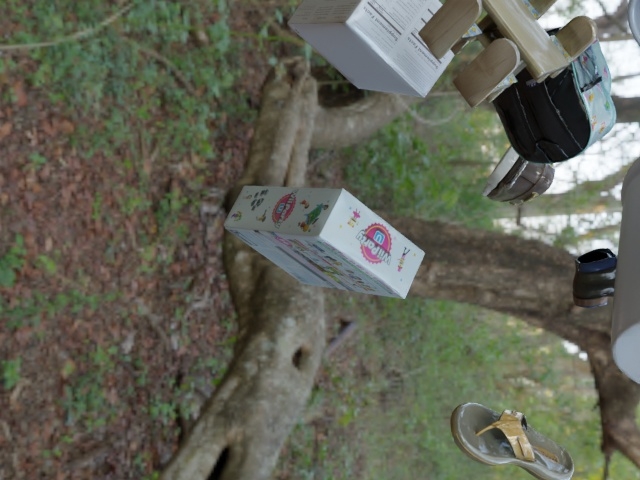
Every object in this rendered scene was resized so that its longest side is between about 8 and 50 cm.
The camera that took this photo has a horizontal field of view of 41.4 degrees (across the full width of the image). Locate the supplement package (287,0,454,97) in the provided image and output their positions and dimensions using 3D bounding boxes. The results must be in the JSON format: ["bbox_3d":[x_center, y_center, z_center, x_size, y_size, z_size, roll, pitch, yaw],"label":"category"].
[{"bbox_3d":[0.098,-0.384,1.536,0.145,0.204,0.262,-54,-153,-3],"label":"supplement package"}]

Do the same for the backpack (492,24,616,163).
[{"bbox_3d":[0.347,-0.214,1.260,0.144,0.166,0.188,-25,99,-41],"label":"backpack"}]

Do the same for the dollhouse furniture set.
[{"bbox_3d":[0.230,-0.316,1.038,0.242,0.212,0.161,56,-44,10],"label":"dollhouse furniture set"}]

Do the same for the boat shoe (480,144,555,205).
[{"bbox_3d":[0.373,-0.116,1.587,0.116,0.097,0.324,-57,172,2],"label":"boat shoe"}]

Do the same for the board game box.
[{"bbox_3d":[0.000,0.000,1.520,0.224,0.303,0.097,36,73,-34],"label":"board game box"}]

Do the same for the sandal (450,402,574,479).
[{"bbox_3d":[0.223,0.223,0.954,0.049,0.180,0.072,-49,-155,38],"label":"sandal"}]

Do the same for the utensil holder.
[{"bbox_3d":[0.705,0.055,1.539,0.327,0.328,0.385,80,24,-53],"label":"utensil holder"}]

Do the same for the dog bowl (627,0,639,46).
[{"bbox_3d":[0.588,-0.338,1.212,0.104,0.265,0.265,-59,163,-18],"label":"dog bowl"}]

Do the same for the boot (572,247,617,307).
[{"bbox_3d":[0.632,0.061,1.779,0.082,0.219,0.106,-118,-169,-61],"label":"boot"}]
